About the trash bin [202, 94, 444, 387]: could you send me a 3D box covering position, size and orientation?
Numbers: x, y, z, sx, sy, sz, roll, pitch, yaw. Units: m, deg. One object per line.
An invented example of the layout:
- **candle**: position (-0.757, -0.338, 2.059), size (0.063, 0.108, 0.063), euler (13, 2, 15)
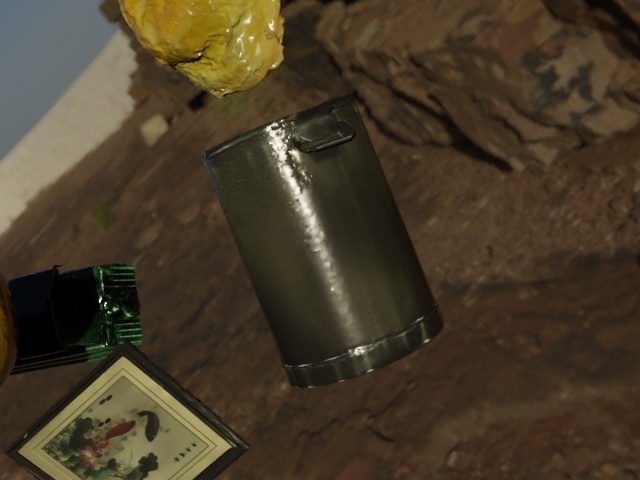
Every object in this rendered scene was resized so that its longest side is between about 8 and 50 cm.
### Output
- **trash bin**: position (0.000, 0.000, 1.208), size (0.203, 0.302, 0.252), euler (-24, 6, -26)

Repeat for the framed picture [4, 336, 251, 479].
- **framed picture**: position (-0.211, 0.230, 1.111), size (0.195, 0.199, 0.010), euler (-41, 21, 11)

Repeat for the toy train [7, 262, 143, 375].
- **toy train**: position (-0.414, 0.114, 1.418), size (0.330, 0.139, 0.178), euler (-13, -9, 26)

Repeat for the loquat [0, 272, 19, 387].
- **loquat**: position (-0.506, 0.098, 1.069), size (0.328, 0.359, 0.328), euler (-35, 4, 3)

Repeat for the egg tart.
- **egg tart**: position (-0.217, -0.387, 1.501), size (0.339, 0.352, 0.153), euler (15, 28, 40)
